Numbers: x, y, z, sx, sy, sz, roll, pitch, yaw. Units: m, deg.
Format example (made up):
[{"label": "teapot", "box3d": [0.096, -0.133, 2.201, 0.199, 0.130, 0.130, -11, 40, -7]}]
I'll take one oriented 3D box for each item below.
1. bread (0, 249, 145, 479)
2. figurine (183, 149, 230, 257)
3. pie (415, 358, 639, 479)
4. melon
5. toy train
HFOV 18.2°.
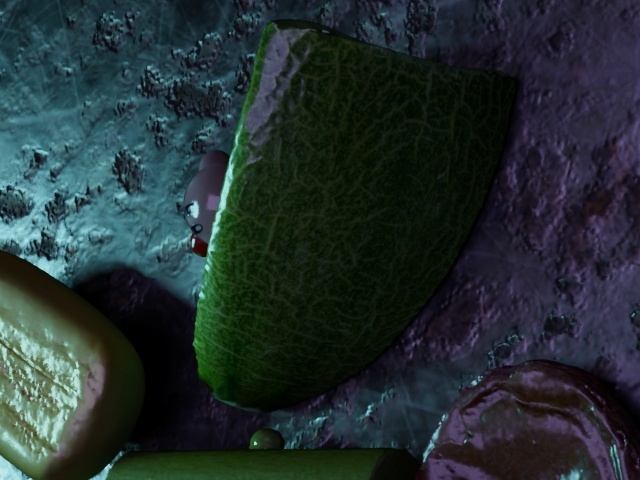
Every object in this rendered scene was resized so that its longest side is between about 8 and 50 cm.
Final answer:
[{"label": "bread", "box3d": [-0.230, 0.104, 1.619, 0.217, 0.098, 0.147, 36, 105, 30]}, {"label": "figurine", "box3d": [-0.073, -0.030, 1.542, 0.067, 0.071, 0.083, -10, 86, -8]}, {"label": "pie", "box3d": [0.148, 0.173, 1.376, 0.182, 0.049, 0.182, -1, 88, 31]}, {"label": "melon", "box3d": [0.000, 0.000, 1.460, 0.124, 0.196, 0.323, -121, 48, -64]}, {"label": "toy train", "box3d": [-0.055, 0.232, 1.466, 0.307, 0.126, 0.189, -5, 82, 35]}]
